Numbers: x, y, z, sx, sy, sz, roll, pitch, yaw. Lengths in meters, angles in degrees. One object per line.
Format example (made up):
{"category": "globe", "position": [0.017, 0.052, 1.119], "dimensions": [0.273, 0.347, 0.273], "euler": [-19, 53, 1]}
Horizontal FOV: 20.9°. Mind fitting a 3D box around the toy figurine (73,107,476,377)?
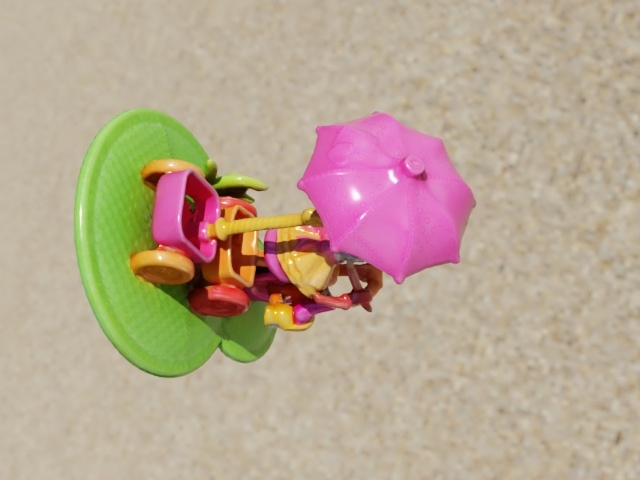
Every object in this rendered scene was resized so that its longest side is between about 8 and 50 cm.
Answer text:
{"category": "toy figurine", "position": [0.000, 0.000, 0.807], "dimensions": [0.159, 0.173, 0.130], "euler": [-8, 63, 28]}
